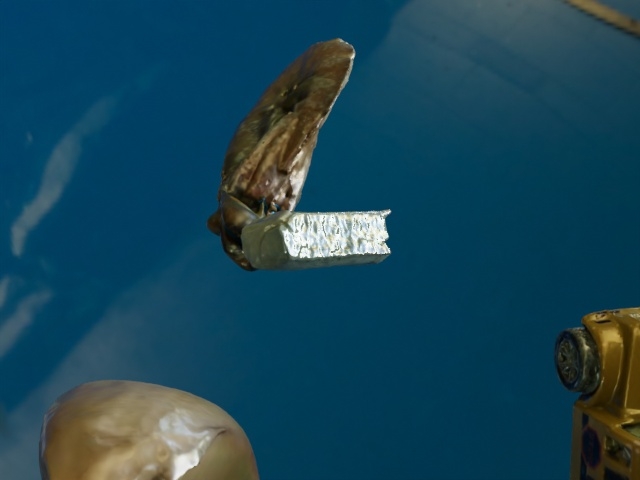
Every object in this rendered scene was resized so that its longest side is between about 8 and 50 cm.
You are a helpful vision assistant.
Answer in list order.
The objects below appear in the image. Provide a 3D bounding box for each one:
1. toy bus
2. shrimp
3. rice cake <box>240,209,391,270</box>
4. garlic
[{"bbox_3d":[0.249,0.221,0.935,0.121,0.335,0.123,-3,-167,-16],"label":"toy bus"},{"bbox_3d":[-0.048,-0.122,1.633,0.221,0.110,0.445,-36,-156,35],"label":"shrimp"},{"bbox_3d":[0.000,0.000,1.355,0.069,0.063,0.206,-16,171,37],"label":"rice cake"},{"bbox_3d":[-0.113,0.181,0.815,0.151,0.338,0.196,1,-117,-2],"label":"garlic"}]
